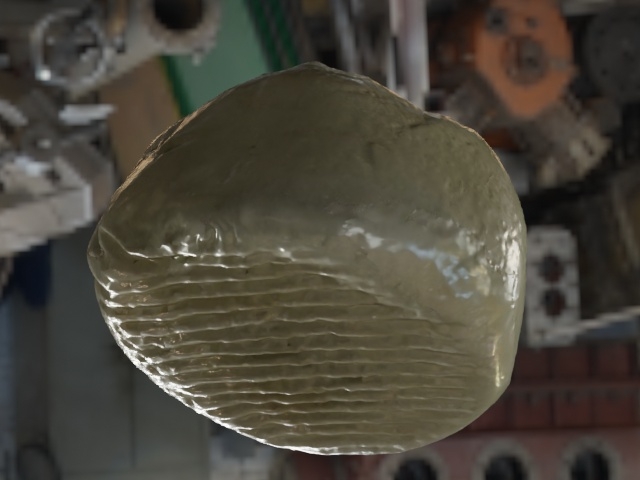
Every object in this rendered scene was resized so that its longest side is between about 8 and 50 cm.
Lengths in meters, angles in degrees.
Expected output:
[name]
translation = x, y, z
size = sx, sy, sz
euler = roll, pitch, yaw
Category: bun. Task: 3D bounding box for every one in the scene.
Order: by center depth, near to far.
[bun]
translation = 0.000, 0.000, 0.724
size = 0.173, 0.113, 0.166
euler = 16, 141, 5
